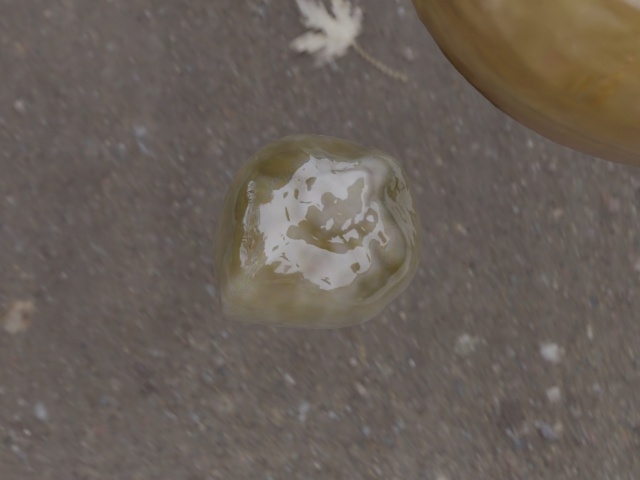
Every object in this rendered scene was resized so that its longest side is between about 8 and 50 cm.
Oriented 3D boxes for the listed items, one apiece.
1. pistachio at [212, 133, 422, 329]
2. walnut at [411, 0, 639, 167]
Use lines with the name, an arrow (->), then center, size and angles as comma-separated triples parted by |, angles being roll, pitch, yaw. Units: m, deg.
pistachio -> 0.000, 0.000, 1.013 | 0.108, 0.185, 0.126 | 44, 100, 8
walnut -> 0.166, -0.113, 0.686 | 0.298, 0.203, 0.203 | 18, 70, -15
